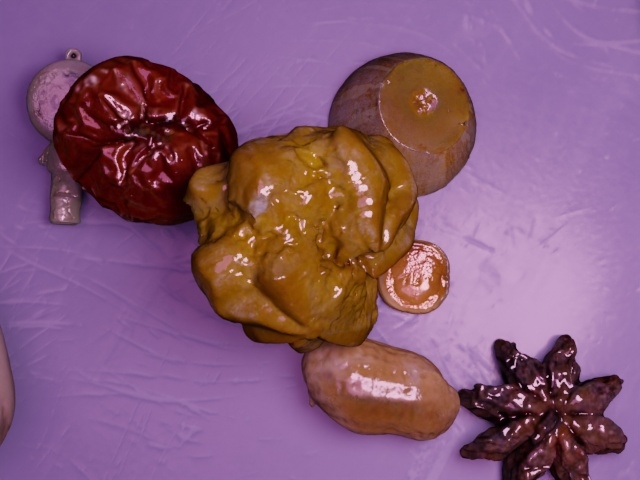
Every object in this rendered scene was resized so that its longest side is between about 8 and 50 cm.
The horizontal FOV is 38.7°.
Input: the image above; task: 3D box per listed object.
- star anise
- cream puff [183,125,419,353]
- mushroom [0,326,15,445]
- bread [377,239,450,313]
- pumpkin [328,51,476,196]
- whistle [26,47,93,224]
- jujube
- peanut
[{"bbox_3d":[0.302,0.244,1.227,0.223,0.109,0.236,40,87,2],"label":"star anise"},{"bbox_3d":[0.007,-0.002,1.151,0.274,0.323,0.269,-30,75,18],"label":"cream puff"},{"bbox_3d":[-0.597,0.203,1.229,0.336,0.314,0.314,-28,83,22],"label":"mushroom"},{"bbox_3d":[0.133,0.052,1.293,0.110,0.024,0.110,0,84,5],"label":"bread"},{"bbox_3d":[0.118,-0.173,1.279,0.218,0.110,0.217,0,81,0],"label":"pumpkin"},{"bbox_3d":[-0.366,-0.151,1.330,0.126,0.067,0.257,3,90,-8],"label":"whistle"},{"bbox_3d":[-0.235,-0.128,1.240,0.232,0.213,0.213,38,89,1],"label":"jujube"},{"bbox_3d":[0.080,0.203,1.235,0.225,0.129,0.129,15,86,4],"label":"peanut"}]
